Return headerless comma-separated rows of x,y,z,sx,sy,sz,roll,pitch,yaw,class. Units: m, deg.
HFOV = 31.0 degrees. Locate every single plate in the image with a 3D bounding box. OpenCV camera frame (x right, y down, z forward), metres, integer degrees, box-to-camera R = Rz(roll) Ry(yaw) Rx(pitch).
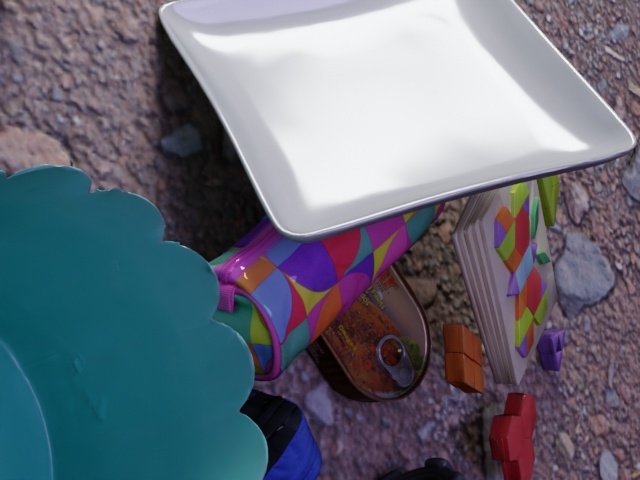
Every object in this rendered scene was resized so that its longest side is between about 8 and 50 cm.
0.049,-0.113,0.871,0.277,0.045,0.278,-15,49,-18,plate

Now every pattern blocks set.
0.164,0.022,0.990,0.324,0.026,0.285,62,39,-41,pattern blocks set

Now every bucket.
-0.181,0.111,0.643,0.281,0.183,0.281,28,53,-46,bucket

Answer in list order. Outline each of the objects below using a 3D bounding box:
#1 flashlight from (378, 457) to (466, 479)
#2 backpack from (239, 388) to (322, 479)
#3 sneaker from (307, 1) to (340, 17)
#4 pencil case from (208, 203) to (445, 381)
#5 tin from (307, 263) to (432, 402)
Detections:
0.133,0.328,0.943,0.304,0.103,0.103,63,18,-15,flashlight
-0.058,0.171,0.823,0.120,0.098,0.101,-57,144,-32,backpack
0.008,-0.211,0.981,0.075,0.057,0.161,-10,89,-45,sneaker
0.000,0.000,0.858,0.236,0.104,0.104,-46,109,-37,pencil case
0.022,0.047,0.950,0.106,0.040,0.189,-40,105,-33,tin
